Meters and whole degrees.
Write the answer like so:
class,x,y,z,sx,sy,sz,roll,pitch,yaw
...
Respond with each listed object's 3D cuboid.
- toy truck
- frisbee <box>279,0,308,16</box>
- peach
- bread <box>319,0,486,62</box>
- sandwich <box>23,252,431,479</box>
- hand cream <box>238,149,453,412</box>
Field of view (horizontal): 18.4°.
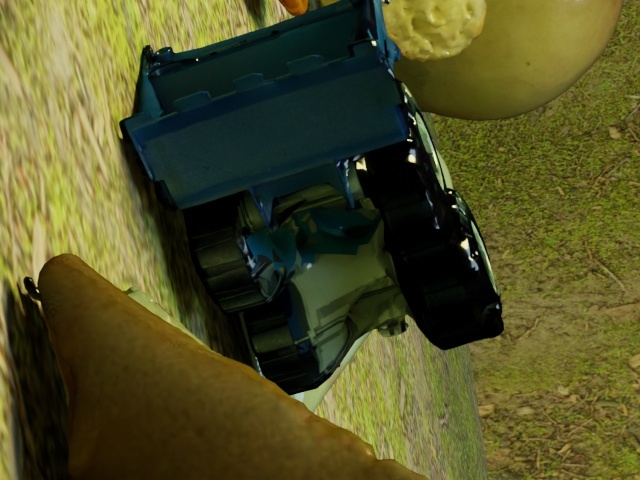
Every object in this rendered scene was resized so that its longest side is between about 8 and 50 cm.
class,x,y,z,sx,sy,sz,roll,pitch,yaw
toy truck,-0.002,-0.032,0.857,0.208,0.113,0.126,61,14,-53
frisbee,-0.042,-0.237,1.275,0.192,0.035,0.192,-10,90,-83
peach,0.155,-0.236,1.838,0.292,0.292,0.247,-21,88,-84
bread,0.041,-0.345,1.630,0.236,0.165,0.375,68,14,-49
sandwich,-0.007,0.114,0.573,0.122,0.128,0.235,87,-6,-78
hand cream,0.000,0.000,1.072,0.306,0.093,0.147,-40,118,-69
